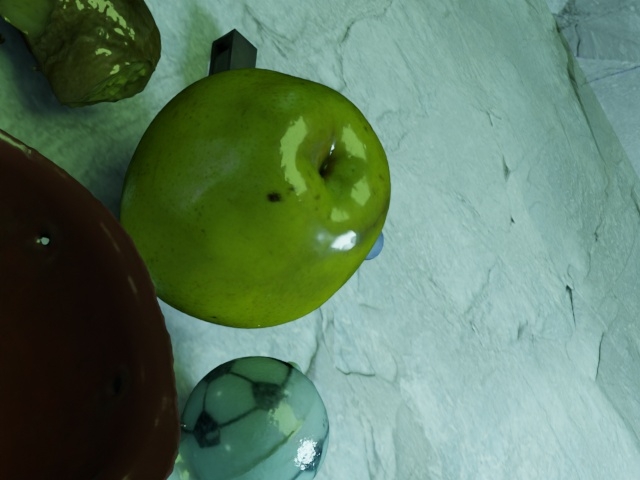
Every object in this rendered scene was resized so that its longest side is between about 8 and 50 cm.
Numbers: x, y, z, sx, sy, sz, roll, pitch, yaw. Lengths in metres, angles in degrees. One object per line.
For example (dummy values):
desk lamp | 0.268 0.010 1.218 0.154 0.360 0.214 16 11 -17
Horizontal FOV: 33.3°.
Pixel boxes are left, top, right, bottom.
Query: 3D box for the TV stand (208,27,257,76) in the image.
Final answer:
TV stand | -0.117 -0.156 1.345 0.049 0.040 0.256 37 41 -39

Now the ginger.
ginger | -0.270 -0.266 1.120 0.270 0.123 0.219 60 24 -4

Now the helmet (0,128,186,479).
helmet | -0.293 0.089 0.723 0.337 0.230 0.385 3 47 -57

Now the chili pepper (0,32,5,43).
chili pepper | -0.419 -0.335 0.985 0.368 0.092 0.137 60 21 -13

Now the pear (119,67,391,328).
pear | -0.074 -0.040 1.113 0.294 0.294 0.294 34 43 -40

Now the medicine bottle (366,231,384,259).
medicine bottle | 0.000 0.000 1.393 0.231 0.059 0.059 -1 70 -55

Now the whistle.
whistle | -0.078 0.210 1.048 0.163 0.163 0.290 55 33 -16
